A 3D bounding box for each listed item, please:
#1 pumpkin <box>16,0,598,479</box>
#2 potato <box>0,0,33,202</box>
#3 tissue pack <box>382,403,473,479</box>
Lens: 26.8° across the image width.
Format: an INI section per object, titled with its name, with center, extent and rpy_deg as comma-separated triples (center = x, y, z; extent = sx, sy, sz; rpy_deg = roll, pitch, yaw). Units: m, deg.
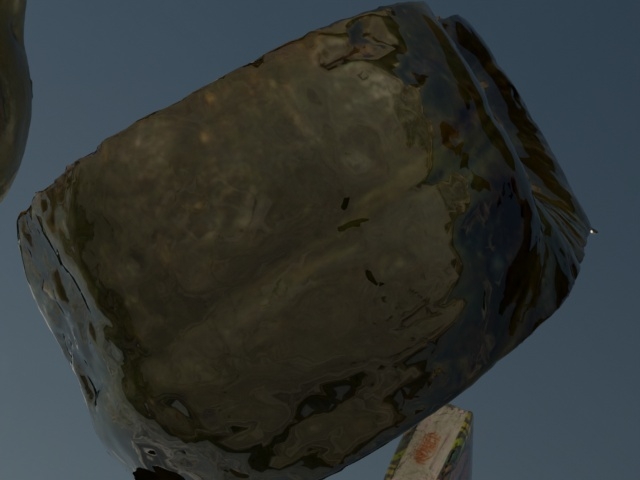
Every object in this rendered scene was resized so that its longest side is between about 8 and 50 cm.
[pumpkin]
center = 0.000, 0.001, 0.555
extent = 0.190, 0.280, 0.139
rpy_deg = -32, -91, 15
[potato]
center = -0.265, -0.101, 0.846
extent = 0.178, 0.160, 0.235
rpy_deg = 17, -77, -1
[tissue pack]
center = 0.103, 0.235, 1.279
extent = 0.060, 0.148, 0.108
rpy_deg = 17, -127, 18
